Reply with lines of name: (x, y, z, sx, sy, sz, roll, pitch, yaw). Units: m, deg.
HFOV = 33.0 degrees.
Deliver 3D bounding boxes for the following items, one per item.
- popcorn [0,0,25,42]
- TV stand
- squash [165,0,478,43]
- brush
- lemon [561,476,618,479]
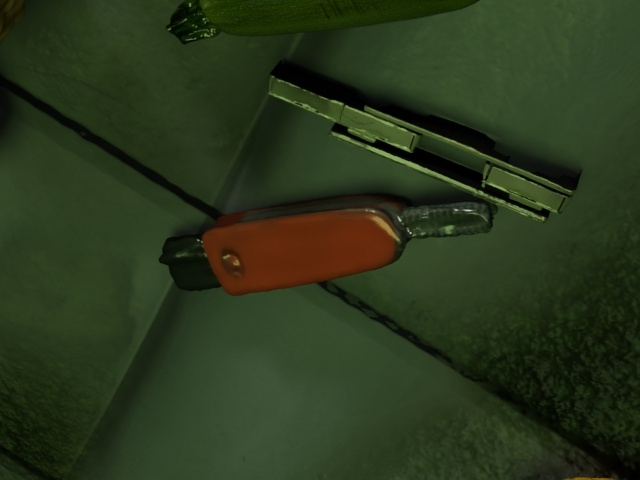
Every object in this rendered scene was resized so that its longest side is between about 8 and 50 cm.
popcorn: (-0.334, -0.253, 0.769, 0.265, 0.225, 0.332, 44, 153, 27)
TV stand: (0.076, -0.079, 0.836, 0.249, 0.036, 0.042, 23, 131, 7)
squash: (0.007, -0.184, 0.772, 0.252, 0.066, 0.066, -2, 123, 23)
brush: (0.000, 0.000, 0.921, 0.323, 0.051, 0.070, -7, 114, 31)
lemon: (0.242, 0.280, 0.956, 0.187, 0.142, 0.142, 10, 127, 23)
